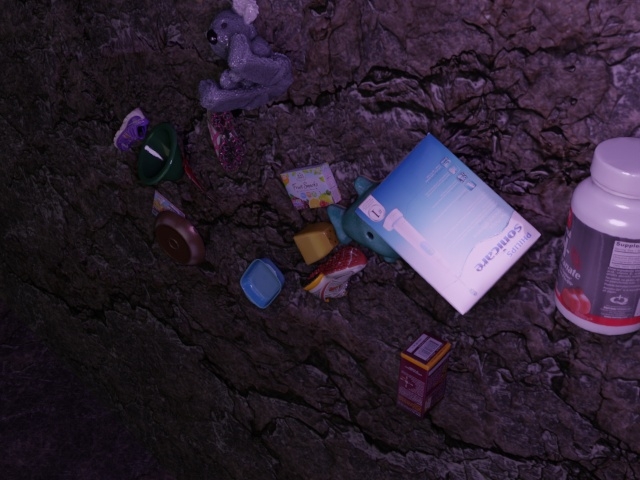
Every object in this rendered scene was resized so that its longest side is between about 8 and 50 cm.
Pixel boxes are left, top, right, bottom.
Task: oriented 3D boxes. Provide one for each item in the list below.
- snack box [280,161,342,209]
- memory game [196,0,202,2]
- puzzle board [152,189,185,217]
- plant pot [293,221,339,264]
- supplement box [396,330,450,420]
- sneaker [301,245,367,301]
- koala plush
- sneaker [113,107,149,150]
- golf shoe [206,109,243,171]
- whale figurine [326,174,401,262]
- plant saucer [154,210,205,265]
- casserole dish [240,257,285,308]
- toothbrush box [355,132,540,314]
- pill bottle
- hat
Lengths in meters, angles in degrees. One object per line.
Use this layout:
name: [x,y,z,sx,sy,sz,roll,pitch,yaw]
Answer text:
snack box: [-0.023,-0.130,1.949,0.141,0.037,0.100,-6,112,46]
memory game: [-0.298,-0.643,1.870,0.186,0.012,0.186,25,132,31]
puzzle board: [-0.461,-0.080,2.439,0.128,0.011,0.096,38,138,17]
plant pot: [0.000,0.000,1.990,0.083,0.081,0.081,-19,103,39]
supplement box: [0.248,0.328,1.959,0.080,0.104,0.188,26,133,30]
sneaker: [0.050,0.087,2.014,0.092,0.088,0.225,39,143,-14]
koala plush: [-0.182,-0.426,1.815,0.196,0.203,0.221,-44,63,42]
sneaker: [-0.538,-0.303,2.313,0.071,0.068,0.170,45,140,1]
golf shoe: [-0.245,-0.266,2.060,0.086,0.067,0.186,-135,31,-55]
whale figurine: [0.112,-0.037,1.799,0.272,0.141,0.216,-5,114,44]
plant saucer: [-0.433,0.002,2.437,0.198,0.036,0.199,24,136,25]
casserole dish: [-0.158,0.115,2.261,0.114,0.037,0.188,48,141,7]
toothbrush box: [0.251,-0.029,1.598,0.295,0.126,0.216,44,95,12]
pill bottle: [0.514,-0.008,1.397,0.176,0.176,0.319,24,132,31]
hat: [-0.390,-0.205,2.270,0.173,0.183,0.209,-14,65,42]
